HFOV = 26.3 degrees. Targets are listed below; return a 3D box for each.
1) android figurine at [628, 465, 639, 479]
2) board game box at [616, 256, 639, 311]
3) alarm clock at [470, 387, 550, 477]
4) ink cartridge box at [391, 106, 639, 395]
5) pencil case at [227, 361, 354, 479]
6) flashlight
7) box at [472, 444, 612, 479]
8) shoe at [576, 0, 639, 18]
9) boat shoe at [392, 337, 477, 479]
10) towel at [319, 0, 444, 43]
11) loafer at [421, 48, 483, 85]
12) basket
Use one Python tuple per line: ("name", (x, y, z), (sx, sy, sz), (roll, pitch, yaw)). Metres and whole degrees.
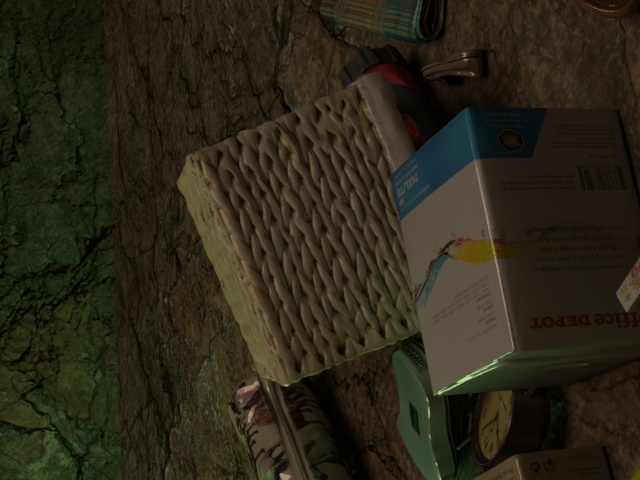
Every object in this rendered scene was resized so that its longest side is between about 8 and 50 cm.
("android figurine", (0.336, 0.317, 1.345), (0.273, 0.056, 0.248), (-61, 16, 20))
("board game box", (0.363, 0.008, 1.314), (0.154, 0.103, 0.026), (112, 147, -44))
("alarm clock", (0.225, 0.231, 1.662), (0.129, 0.064, 0.192), (-105, 34, -65))
("ink cartridge box", (0.225, 0.015, 1.511), (0.197, 0.198, 0.270), (139, 126, -60))
("pencil case", (-0.023, 0.374, 2.143), (0.183, 0.160, 0.410), (88, 163, -46))
("flashlight", (0.119, -0.140, 1.856), (0.103, 0.103, 0.304), (107, 150, -42))
("box", (0.273, 0.401, 1.527), (0.148, 0.121, 0.311), (129, 134, -55))
("shoe", (0.294, -0.310, 1.517), (0.076, 0.058, 0.219), (-47, 46, 16))
("boat shoe", (0.162, 0.218, 1.783), (0.113, 0.105, 0.306), (49, 161, 41))
("towel", (0.086, -0.435, 1.987), (0.370, 0.040, 0.271), (-151, 62, -63))
("loafer", (0.173, -0.221, 1.805), (0.125, 0.045, 0.039), (-14, 86, 63))
("basket", (0.000, 0.000, 1.767), (0.328, 0.266, 0.331), (156, 91, -81))
